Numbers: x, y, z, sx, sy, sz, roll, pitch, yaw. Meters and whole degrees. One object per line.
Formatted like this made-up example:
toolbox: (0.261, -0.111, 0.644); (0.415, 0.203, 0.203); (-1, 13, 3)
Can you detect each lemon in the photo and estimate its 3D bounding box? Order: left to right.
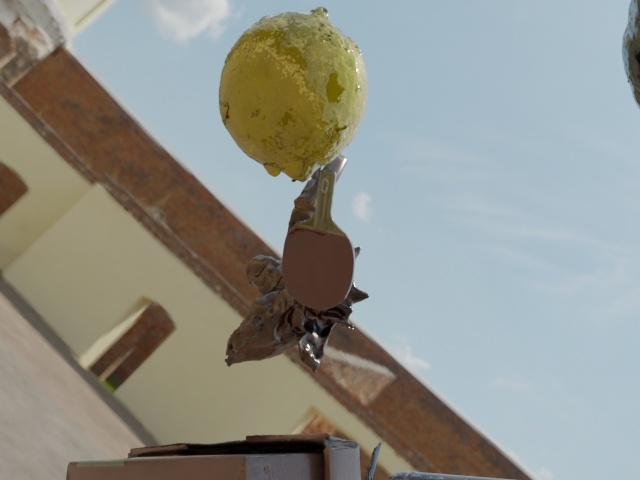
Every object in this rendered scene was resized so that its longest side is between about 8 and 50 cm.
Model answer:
lemon: (-0.031, -0.168, 0.977); (0.174, 0.206, 0.173); (3, -11, 1)

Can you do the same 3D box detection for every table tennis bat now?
table tennis bat: (0.000, 0.000, 0.913); (0.087, 0.156, 0.013); (13, 17, 24)

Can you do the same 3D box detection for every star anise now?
star anise: (-0.028, 0.040, 1.217); (0.148, 0.346, 0.237); (12, 15, -38)

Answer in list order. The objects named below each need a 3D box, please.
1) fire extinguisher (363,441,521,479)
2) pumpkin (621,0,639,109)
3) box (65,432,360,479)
fire extinguisher: (0.167, 0.335, 1.079); (0.344, 0.138, 0.102); (-3, -31, 28)
pumpkin: (0.416, -0.168, 0.717); (0.315, 0.238, 0.315); (18, -44, 18)
box: (-0.074, 0.230, 0.513); (0.086, 0.215, 0.215); (12, -19, -43)
